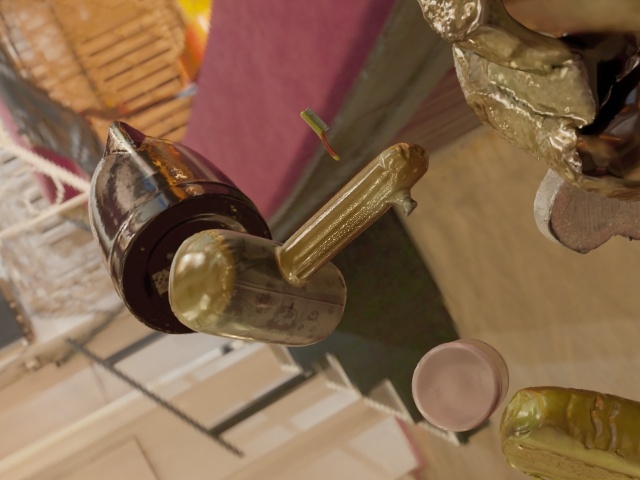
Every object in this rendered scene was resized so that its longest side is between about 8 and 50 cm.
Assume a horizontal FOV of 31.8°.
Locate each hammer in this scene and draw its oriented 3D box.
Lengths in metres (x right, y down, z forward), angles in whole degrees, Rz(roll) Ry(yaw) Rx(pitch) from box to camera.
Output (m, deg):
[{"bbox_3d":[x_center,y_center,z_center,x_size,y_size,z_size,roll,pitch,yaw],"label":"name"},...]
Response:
[{"bbox_3d":[0.000,0.000,1.131,0.202,0.305,0.113,11,-130,-46],"label":"hammer"}]

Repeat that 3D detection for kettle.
[{"bbox_3d":[-0.219,-0.008,1.687,0.324,0.228,0.321,49,166,50],"label":"kettle"}]

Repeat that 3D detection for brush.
[{"bbox_3d":[0.005,-0.145,1.527,0.083,0.021,0.019,53,174,6],"label":"brush"}]

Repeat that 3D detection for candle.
[{"bbox_3d":[0.380,-0.075,1.515,0.068,0.192,0.168,-153,56,-74],"label":"candle"}]

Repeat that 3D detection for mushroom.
[{"bbox_3d":[0.216,-0.120,0.808,0.212,0.292,0.217,-43,64,59],"label":"mushroom"}]

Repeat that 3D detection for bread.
[{"bbox_3d":[0.419,0.271,1.441,0.166,0.383,0.112,99,-174,-60],"label":"bread"}]

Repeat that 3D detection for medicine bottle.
[{"bbox_3d":[0.223,0.218,1.741,0.133,0.133,0.249,59,-170,8],"label":"medicine bottle"}]
